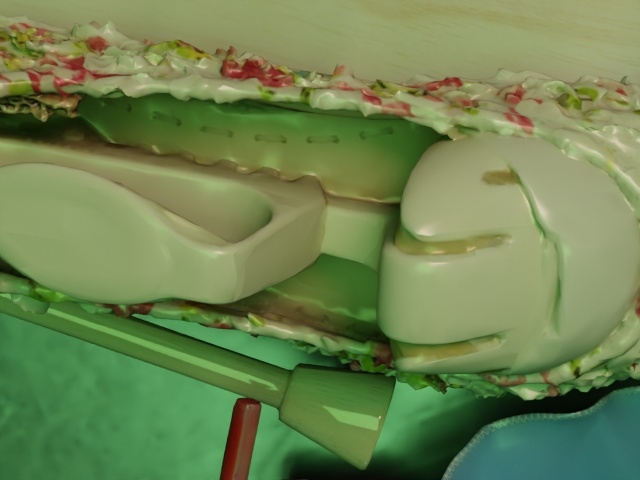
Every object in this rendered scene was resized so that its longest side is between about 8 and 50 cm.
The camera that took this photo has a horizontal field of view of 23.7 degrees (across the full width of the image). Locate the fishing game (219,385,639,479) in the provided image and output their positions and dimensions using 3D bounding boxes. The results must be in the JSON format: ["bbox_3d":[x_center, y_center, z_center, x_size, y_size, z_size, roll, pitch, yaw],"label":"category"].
[{"bbox_3d":[0.088,0.134,0.425,0.264,0.041,0.189,11,99,-11],"label":"fishing game"}]

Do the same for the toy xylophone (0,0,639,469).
[{"bbox_3d":[-0.036,-0.081,0.426,0.323,0.081,0.236,25,110,2],"label":"toy xylophone"}]

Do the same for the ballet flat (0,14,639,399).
[{"bbox_3d":[0.000,0.000,0.362,0.241,0.077,0.091,6,110,8],"label":"ballet flat"}]

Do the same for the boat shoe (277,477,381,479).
[{"bbox_3d":[0.015,0.146,0.458,0.049,0.056,0.152,-8,94,12],"label":"boat shoe"}]
